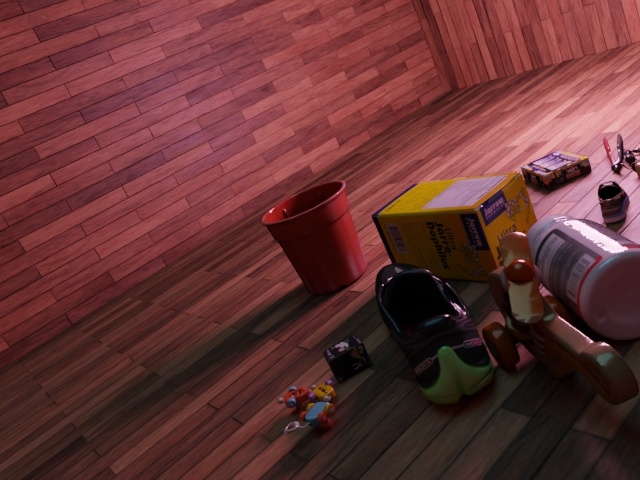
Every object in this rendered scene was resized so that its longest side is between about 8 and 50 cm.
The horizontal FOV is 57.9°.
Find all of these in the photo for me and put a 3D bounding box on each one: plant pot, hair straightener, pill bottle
[{"bbox_3d":[0.000,0.000,1.722,0.272,0.265,0.272,-23,17,7],"label":"plant pot"},{"bbox_3d":[0.864,-0.254,1.647,0.088,0.047,0.230,-16,20,27],"label":"hair straightener"},{"bbox_3d":[0.497,0.052,1.071,0.161,0.161,0.283,-24,17,4],"label":"pill bottle"}]

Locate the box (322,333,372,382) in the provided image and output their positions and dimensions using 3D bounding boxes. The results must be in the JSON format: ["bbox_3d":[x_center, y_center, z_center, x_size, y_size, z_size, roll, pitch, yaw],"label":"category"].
[{"bbox_3d":[0.058,0.254,1.245,0.083,0.062,0.052,-27,19,-9],"label":"box"}]

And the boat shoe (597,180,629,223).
[{"bbox_3d":[0.710,-0.110,1.407,0.066,0.066,0.183,-15,20,27],"label":"boat shoe"}]

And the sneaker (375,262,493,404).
[{"bbox_3d":[0.209,0.127,1.174,0.185,0.202,0.483,-25,17,-1],"label":"sneaker"}]

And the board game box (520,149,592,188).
[{"bbox_3d":[0.710,-0.218,1.754,0.141,0.048,0.170,-22,17,2],"label":"board game box"}]

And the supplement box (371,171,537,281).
[{"bbox_3d":[0.339,-0.032,1.473,0.194,0.195,0.356,-36,19,-30],"label":"supplement box"}]

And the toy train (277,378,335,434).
[{"bbox_3d":[-0.023,0.337,1.151,0.125,0.046,0.166,-25,14,4],"label":"toy train"}]

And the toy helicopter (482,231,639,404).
[{"bbox_3d":[0.362,0.129,0.908,0.140,0.235,0.355,-25,18,-3],"label":"toy helicopter"}]

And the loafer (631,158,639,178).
[{"bbox_3d":[0.831,-0.176,1.467,0.050,0.056,0.148,-20,8,19],"label":"loafer"}]
